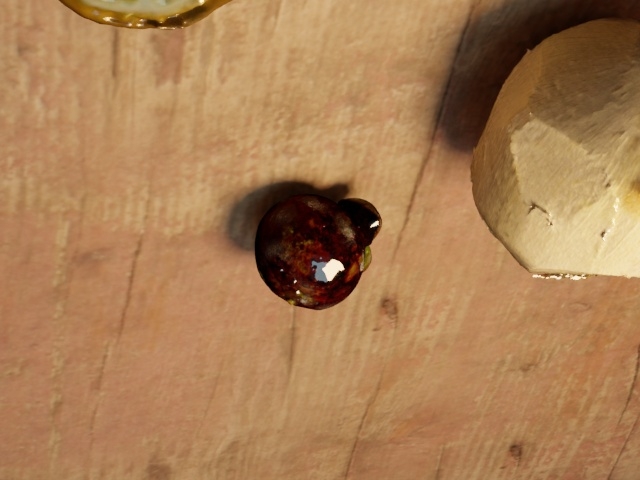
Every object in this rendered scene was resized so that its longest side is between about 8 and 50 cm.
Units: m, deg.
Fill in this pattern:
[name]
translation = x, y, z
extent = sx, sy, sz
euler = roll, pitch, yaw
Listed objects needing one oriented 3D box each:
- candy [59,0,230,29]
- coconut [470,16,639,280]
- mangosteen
[candy]
translation = -0.180, -0.331, 1.482
extent = 0.259, 0.118, 0.260
euler = -6, 144, -4
[coconut]
translation = 0.378, -0.116, 1.846
extent = 0.346, 0.346, 0.360
euler = -5, 143, -18
[mangosteen]
translation = -0.003, 0.005, 1.989
extent = 0.184, 0.172, 0.172
euler = -40, 147, -15
